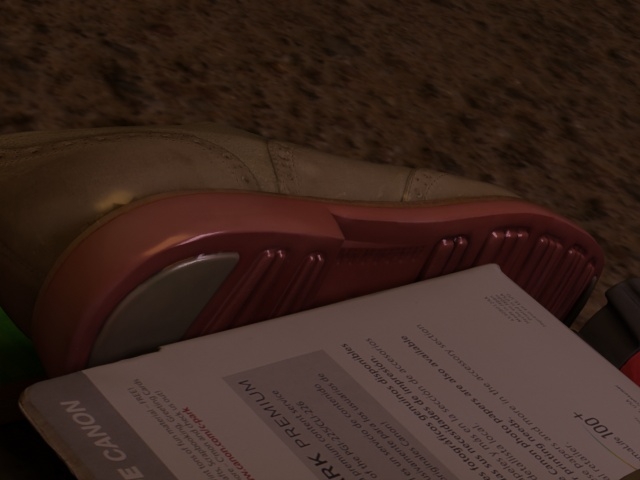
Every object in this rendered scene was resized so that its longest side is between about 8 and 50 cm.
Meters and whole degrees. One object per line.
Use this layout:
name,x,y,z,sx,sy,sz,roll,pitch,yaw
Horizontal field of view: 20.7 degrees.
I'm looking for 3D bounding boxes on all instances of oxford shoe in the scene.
oxford shoe,0.000,0.000,0.855,0.146,0.140,0.397,43,20,33

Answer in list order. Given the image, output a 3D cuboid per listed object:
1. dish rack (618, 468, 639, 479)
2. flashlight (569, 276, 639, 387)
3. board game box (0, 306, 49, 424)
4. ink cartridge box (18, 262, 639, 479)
dish rack,0.161,0.221,0.497,0.285,0.333,0.072,12,-15,-38
flashlight,0.227,0.140,0.852,0.103,0.103,0.304,5,31,-32
board game box,-0.153,0.034,0.856,0.259,0.039,0.124,-12,43,-41
ink cartridge box,0.059,0.163,0.671,0.271,0.130,0.309,-11,41,-41
